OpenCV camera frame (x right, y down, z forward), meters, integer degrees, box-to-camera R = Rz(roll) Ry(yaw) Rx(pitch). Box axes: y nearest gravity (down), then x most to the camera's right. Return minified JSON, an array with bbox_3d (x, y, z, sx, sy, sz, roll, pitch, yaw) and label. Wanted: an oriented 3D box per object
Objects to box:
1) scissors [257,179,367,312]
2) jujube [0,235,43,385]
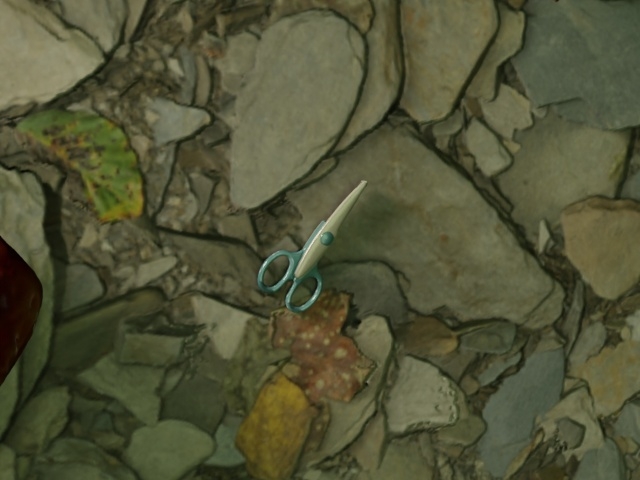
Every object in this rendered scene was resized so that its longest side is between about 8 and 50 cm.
[{"bbox_3d":[0.000,0.000,0.936,0.058,0.014,0.119,36,89,-27],"label":"scissors"},{"bbox_3d":[-0.282,0.096,0.739,0.255,0.190,0.190,-49,116,-22],"label":"jujube"}]
